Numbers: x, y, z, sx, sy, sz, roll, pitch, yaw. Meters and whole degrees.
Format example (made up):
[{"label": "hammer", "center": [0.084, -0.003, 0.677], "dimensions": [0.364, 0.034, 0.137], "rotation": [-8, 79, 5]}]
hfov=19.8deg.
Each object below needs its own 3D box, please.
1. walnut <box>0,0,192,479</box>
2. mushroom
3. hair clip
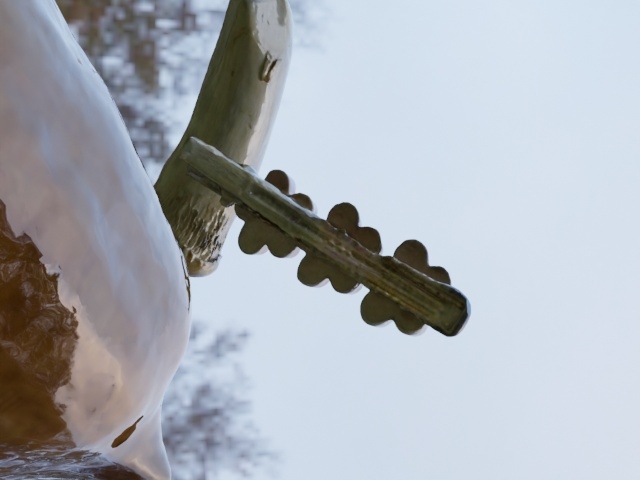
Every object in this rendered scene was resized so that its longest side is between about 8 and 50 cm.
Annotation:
[{"label": "walnut", "center": [-0.167, -0.014, 0.732], "dimensions": [0.209, 0.209, 0.336], "rotation": [-3, -52, 55]}, {"label": "mushroom", "center": [-0.067, -0.080, 1.227], "dimensions": [0.084, 0.071, 0.209], "rotation": [-126, -124, -72]}, {"label": "hair clip", "center": [0.001, 0.001, 1.119], "dimensions": [0.214, 0.056, 0.062], "rotation": [32, -92, 16]}]
